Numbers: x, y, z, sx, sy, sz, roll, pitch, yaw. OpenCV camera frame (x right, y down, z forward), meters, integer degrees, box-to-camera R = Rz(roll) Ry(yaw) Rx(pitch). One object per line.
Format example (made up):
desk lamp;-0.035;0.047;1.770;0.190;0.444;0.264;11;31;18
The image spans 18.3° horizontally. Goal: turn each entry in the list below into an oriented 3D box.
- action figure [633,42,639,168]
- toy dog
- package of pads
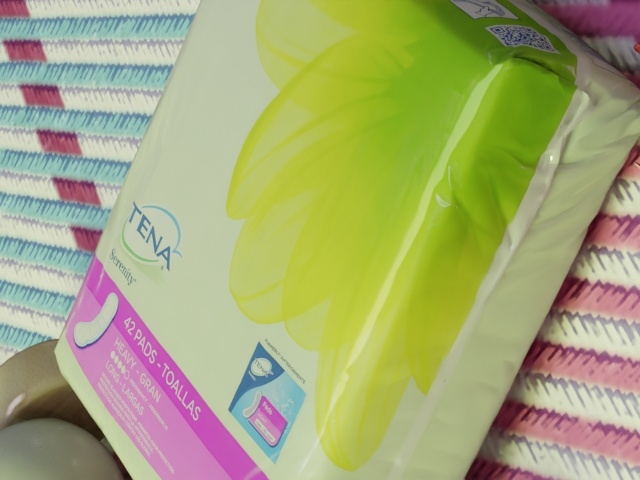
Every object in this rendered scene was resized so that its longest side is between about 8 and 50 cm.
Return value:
action figure;0.148;-0.029;0.778;0.038;0.030;0.115;-30;66;46
toy dog;-0.210;0.220;1.187;0.220;0.161;0.334;37;119;51
package of pads;0.000;0.000;0.914;0.229;0.101;0.296;48;120;47
